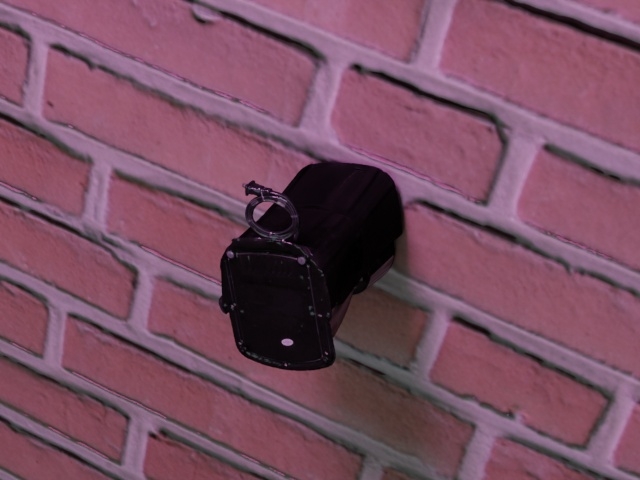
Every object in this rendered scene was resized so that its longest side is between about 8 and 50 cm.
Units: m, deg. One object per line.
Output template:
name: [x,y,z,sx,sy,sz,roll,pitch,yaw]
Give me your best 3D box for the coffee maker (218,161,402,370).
coffee maker: [0.000,0.000,1.089,0.120,0.178,0.171,24,126,10]
